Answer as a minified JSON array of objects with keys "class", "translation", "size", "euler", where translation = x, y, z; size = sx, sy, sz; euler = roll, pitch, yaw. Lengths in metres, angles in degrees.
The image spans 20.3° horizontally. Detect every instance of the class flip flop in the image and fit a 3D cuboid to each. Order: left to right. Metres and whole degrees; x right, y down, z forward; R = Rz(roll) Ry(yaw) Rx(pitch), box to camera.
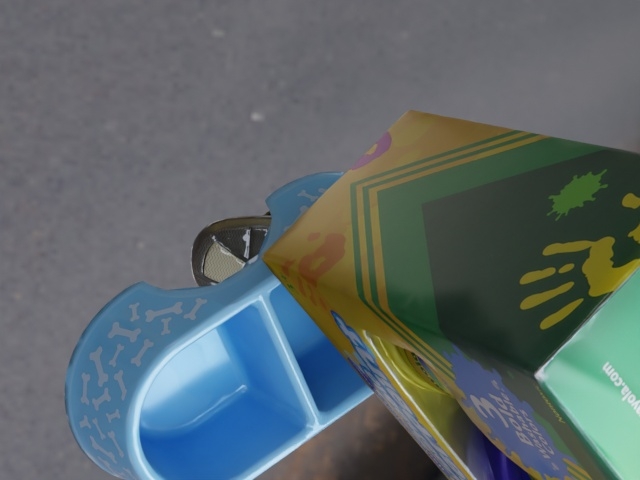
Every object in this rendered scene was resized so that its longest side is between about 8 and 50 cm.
[{"class":"flip flop","translation":[0.000,0.000,1.597],"size":[0.277,0.080,0.112],"euler":[-11,134,-34]}]

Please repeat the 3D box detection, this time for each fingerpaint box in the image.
[{"class":"fingerpaint box","translation":[0.210,0.144,1.151],"size":[0.163,0.371,0.445],"euler":[-45,114,-11]}]

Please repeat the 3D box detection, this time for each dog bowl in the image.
[{"class":"dog bowl","translation":[-0.039,0.074,1.292],"size":[0.297,0.074,0.166],"euler":[-34,124,-18]}]
